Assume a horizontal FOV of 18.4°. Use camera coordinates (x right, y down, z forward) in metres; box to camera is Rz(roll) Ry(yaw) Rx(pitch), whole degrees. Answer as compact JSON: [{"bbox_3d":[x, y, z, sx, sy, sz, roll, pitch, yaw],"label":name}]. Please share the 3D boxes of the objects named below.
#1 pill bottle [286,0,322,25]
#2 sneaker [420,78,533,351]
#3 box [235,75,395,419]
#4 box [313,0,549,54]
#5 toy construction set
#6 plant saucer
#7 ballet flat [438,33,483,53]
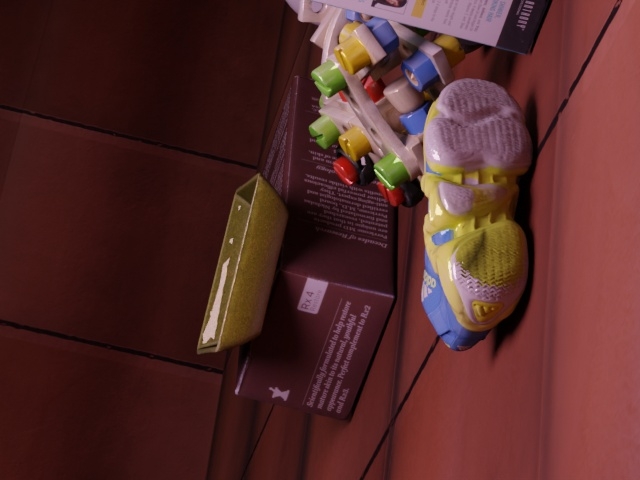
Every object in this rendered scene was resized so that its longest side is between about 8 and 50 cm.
[{"bbox_3d":[0.022,-0.375,2.627,0.301,0.169,0.169,-97,21,-70],"label":"pill bottle"},{"bbox_3d":[0.112,-0.016,1.597,0.126,0.091,0.240,111,169,-49],"label":"sneaker"},{"bbox_3d":[0.000,0.000,2.250,0.381,0.143,0.191,-84,11,-52],"label":"box"},{"bbox_3d":[0.075,-0.240,1.673,0.060,0.244,0.100,-85,11,-51],"label":"box"},{"bbox_3d":[0.049,-0.149,1.859,0.215,0.151,0.328,59,-179,-25],"label":"toy construction set"},{"bbox_3d":[-0.078,0.033,2.085,0.188,0.045,0.188,158,126,-79],"label":"plant saucer"},{"bbox_3d":[0.148,-0.299,1.905,0.058,0.084,0.250,144,133,-77],"label":"ballet flat"}]
